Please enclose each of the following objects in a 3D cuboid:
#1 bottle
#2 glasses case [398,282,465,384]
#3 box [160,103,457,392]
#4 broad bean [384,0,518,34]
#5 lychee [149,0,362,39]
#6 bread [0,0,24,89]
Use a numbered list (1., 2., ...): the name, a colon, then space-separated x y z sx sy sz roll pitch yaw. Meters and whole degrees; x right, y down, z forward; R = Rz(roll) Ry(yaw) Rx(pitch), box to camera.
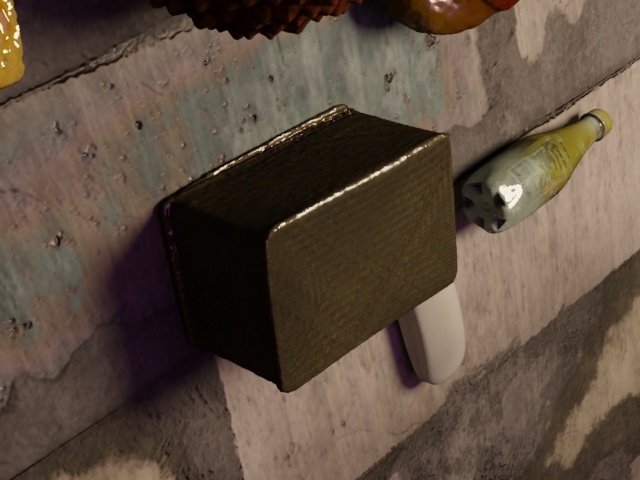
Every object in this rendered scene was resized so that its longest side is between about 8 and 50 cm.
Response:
1. bottle: 0.276 -0.096 1.556 0.269 0.083 0.083 -33 127 -39
2. glasses case: 0.130 0.088 1.496 0.074 0.049 0.193 -39 130 -29
3. box: -0.002 -0.001 1.260 0.273 0.143 0.184 -31 125 -36
4. broad bean: 0.153 -0.306 1.316 0.228 0.122 0.156 -40 132 -33
5. lychee: -0.030 -0.310 0.994 0.306 0.306 0.330 -23 155 -39
6. bread: -0.355 -0.163 0.857 0.274 0.114 0.185 -26 119 -38
